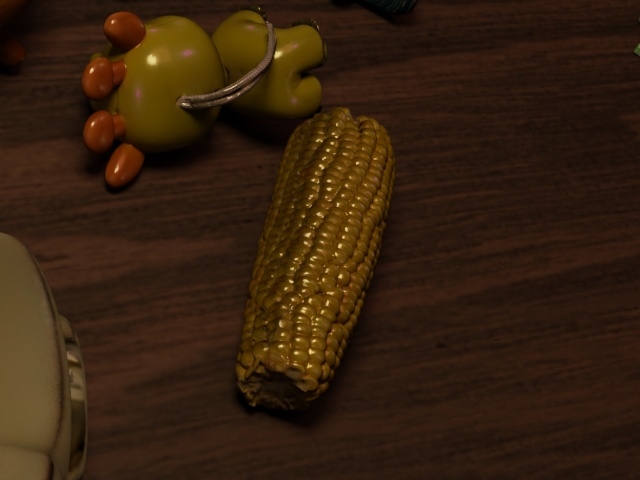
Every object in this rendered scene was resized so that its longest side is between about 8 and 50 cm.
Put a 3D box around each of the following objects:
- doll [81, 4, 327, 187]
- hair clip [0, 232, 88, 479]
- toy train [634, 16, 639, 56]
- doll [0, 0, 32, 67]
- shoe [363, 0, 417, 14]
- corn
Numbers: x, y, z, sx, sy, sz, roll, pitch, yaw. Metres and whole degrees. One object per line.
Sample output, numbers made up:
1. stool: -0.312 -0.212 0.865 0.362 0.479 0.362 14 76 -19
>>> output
1. doll: -0.108 -0.125 1.547 0.135 0.143 0.221 22 27 37
2. hair clip: -0.235 0.105 1.259 0.172 0.113 0.282 0 40 4
3. toy train: 0.403 -0.195 1.936 0.149 0.081 0.099 29 44 -13
4. doll: -0.295 -0.219 1.492 0.213 0.213 0.236 -59 135 -46
5. shoe: 0.027 -0.254 1.774 0.143 0.064 0.071 32 43 1
6. corn: 0.000 0.000 1.514 0.101 0.101 0.310 24 44 -10
